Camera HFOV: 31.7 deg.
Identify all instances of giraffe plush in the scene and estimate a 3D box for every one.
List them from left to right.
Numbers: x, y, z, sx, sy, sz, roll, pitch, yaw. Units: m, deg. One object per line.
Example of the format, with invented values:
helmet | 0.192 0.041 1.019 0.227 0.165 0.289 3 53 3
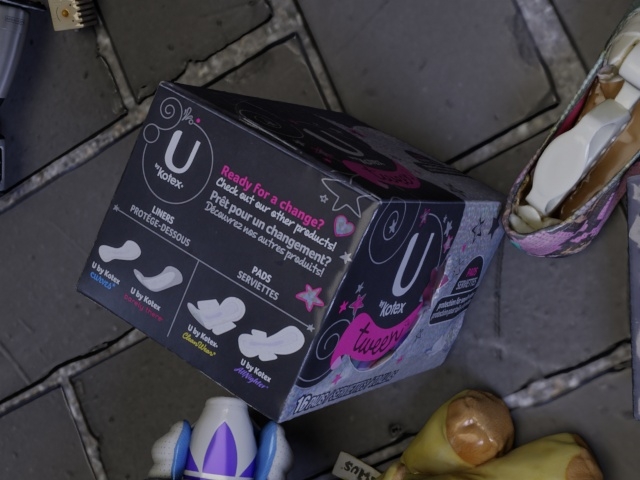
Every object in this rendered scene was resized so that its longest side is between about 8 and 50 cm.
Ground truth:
giraffe plush | 0.064 0.194 0.735 0.210 0.170 0.181 6 94 27

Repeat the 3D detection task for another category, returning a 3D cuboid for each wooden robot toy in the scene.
wooden robot toy | -0.191 -0.261 0.916 0.079 0.076 0.173 -2 90 16

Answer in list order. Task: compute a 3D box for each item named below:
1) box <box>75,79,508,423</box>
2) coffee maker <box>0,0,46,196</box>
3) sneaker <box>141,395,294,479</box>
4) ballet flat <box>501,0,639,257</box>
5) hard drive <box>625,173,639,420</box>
box | 0.000 0.000 0.720 0.163 0.247 0.142 29 105 23
coffee maker | -0.330 -0.136 0.975 0.171 0.120 0.178 22 101 49
sneaker | -0.086 0.226 0.735 0.130 0.323 0.236 3 100 3
ballet flat | 0.189 -0.082 0.717 0.077 0.079 0.221 39 107 22
hard drive | 0.316 0.033 0.669 0.255 0.054 0.172 -2 90 26
